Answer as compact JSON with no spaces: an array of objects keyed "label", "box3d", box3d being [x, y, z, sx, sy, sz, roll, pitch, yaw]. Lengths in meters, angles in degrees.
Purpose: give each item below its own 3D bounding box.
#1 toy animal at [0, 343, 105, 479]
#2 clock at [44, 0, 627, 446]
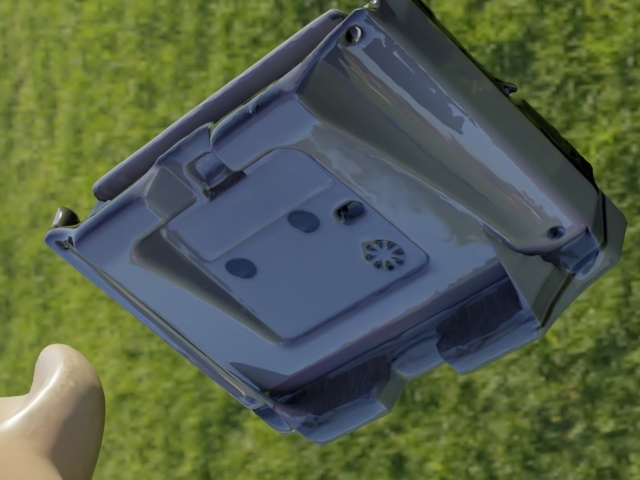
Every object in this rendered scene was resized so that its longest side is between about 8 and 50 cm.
[{"label":"toy animal","box3d":[-0.183,0.136,0.378,0.256,0.213,0.195,-28,61,19]},{"label":"clock","box3d":[0.000,0.000,0.721,0.253,0.186,0.083,-32,27,35]}]
